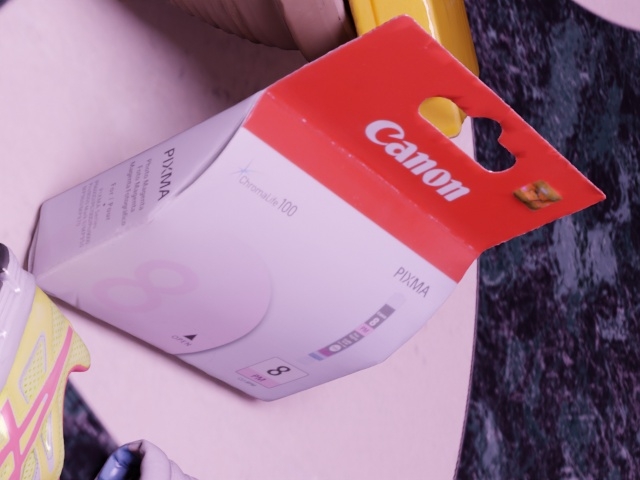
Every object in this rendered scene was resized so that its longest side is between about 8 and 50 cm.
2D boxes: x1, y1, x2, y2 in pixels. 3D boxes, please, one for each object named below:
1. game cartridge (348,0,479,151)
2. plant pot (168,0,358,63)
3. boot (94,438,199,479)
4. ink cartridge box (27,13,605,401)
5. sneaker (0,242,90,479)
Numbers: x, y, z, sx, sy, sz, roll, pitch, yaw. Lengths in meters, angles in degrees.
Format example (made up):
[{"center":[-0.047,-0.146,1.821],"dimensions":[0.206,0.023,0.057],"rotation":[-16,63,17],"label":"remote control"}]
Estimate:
[{"center":[0.034,-0.210,0.789],"dimensions":[0.324,0.052,0.285],"rotation":[-52,129,-75],"label":"game cartridge"},{"center":[-0.053,-0.200,0.721],"dimensions":[0.237,0.109,0.237],"rotation":[-12,90,-80],"label":"plant pot"},{"center":[-0.108,0.225,0.662],"dimensions":[0.123,0.095,0.258],"rotation":[46,44,-29],"label":"boot"},{"center":[0.000,0.000,0.696],"dimensions":[0.189,0.232,0.066],"rotation":[34,48,-42],"label":"ink cartridge box"},{"center":[-0.156,0.108,0.614],"dimensions":[0.094,0.081,0.208],"rotation":[46,52,-39],"label":"sneaker"}]
